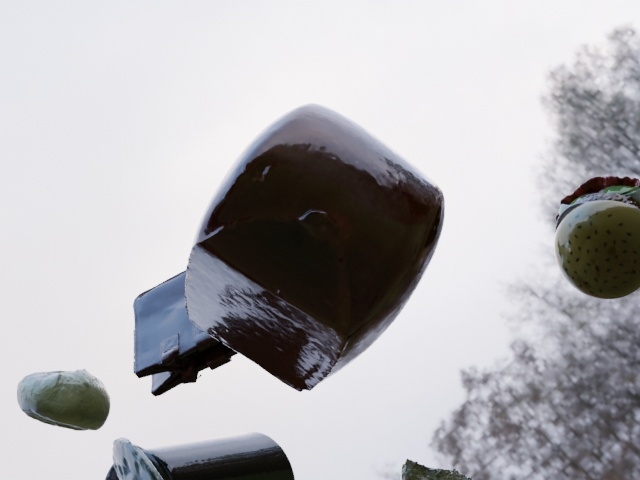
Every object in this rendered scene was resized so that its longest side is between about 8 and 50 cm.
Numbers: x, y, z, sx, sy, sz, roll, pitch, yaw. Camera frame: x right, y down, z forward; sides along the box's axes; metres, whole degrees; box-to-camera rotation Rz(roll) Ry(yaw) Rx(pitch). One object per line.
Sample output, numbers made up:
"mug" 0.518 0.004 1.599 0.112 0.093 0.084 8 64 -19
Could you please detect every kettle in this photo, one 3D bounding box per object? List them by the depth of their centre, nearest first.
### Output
"kettle" -0.214 0.476 1.840 0.308 0.203 0.262 8 -96 -54

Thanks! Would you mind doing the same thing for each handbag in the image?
"handbag" -0.188 0.122 1.746 0.260 0.275 0.084 -27 -65 0

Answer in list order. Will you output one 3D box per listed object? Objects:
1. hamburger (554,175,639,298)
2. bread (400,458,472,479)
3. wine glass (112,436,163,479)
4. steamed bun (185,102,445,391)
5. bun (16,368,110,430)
"hamburger" 0.393 0.001 1.438 0.137 0.175 0.175 -37 -30 -53
"bread" 0.132 0.283 1.215 0.070 0.083 0.035 85 -160 -55
"wine glass" -0.385 0.443 1.362 0.406 0.267 0.267 -25 -43 -30
"steamed bun" 0.000 0.000 1.163 0.248 0.235 0.379 -56 -4 -22
"bun" -0.466 0.284 1.918 0.164 0.188 0.111 20 -106 -32
